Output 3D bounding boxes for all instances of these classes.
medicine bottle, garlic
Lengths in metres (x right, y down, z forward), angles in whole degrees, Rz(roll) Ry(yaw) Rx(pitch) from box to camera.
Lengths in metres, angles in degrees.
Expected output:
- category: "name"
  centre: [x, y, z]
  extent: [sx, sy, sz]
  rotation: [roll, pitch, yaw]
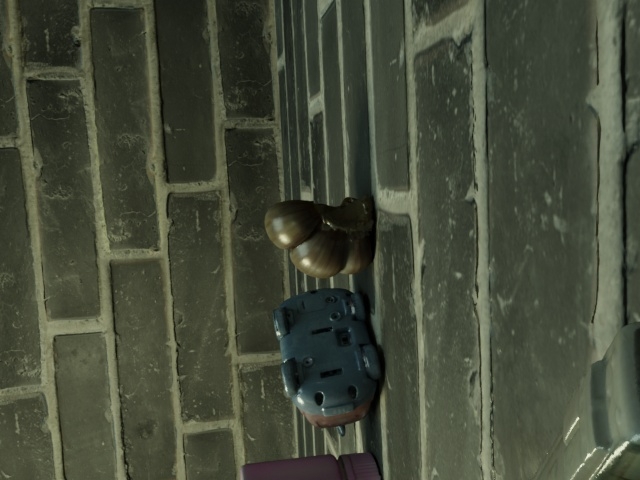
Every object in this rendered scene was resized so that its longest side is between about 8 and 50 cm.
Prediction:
- category: "medicine bottle"
  centre: [-0.022, 0.555, 1.401]
  extent: [0.178, 0.291, 0.178]
  rotation: [177, 90, -80]
- category: "garlic"
  centre: [0.000, 0.000, 1.316]
  extent: [0.191, 0.214, 0.160]
  rotation: [132, 124, -62]

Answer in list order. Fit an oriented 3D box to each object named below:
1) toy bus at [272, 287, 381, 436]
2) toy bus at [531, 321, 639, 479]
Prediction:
- category: "toy bus"
  centre: [0.017, 0.262, 1.407]
  extent: [0.232, 0.197, 0.294]
  rotation: [81, 175, -47]
- category: "toy bus"
  centre: [0.197, 0.149, 0.405]
  extent: [0.268, 0.106, 0.092]
  rotation: [88, -166, -49]
